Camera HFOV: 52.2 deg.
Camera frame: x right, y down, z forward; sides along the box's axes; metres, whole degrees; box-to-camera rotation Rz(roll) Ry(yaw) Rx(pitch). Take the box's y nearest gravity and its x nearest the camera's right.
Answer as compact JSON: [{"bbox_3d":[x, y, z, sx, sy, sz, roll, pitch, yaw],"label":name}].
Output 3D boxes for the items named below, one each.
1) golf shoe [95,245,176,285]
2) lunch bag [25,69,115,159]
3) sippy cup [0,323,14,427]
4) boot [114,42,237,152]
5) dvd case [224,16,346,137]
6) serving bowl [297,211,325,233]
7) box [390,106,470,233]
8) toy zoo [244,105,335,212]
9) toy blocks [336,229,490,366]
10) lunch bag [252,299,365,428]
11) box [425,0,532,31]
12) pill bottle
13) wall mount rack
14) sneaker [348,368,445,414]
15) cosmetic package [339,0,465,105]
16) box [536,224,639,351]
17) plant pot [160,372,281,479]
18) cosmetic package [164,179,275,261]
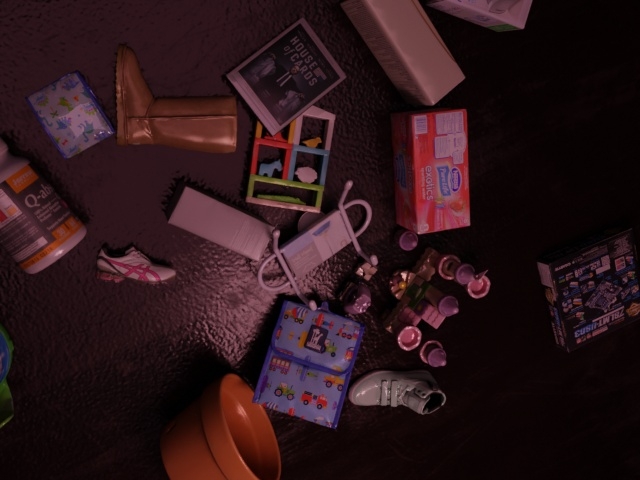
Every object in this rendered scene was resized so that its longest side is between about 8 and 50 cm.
[{"bbox_3d":[-0.434,0.059,1.546,0.186,0.067,0.086,7,99,-18],"label":"golf shoe"},{"bbox_3d":[-0.544,-0.276,1.424,0.129,0.096,0.151,-32,119,-7],"label":"lunch bag"},{"bbox_3d":[-0.805,0.284,1.403,0.305,0.224,0.240,15,97,-19],"label":"sippy cup"},{"bbox_3d":[-0.328,-0.320,1.490,0.269,0.089,0.236,-2,110,-18],"label":"boot"},{"bbox_3d":[-0.080,-0.388,1.551,0.238,0.029,0.179,-40,102,-9],"label":"dvd case"},{"bbox_3d":[-0.021,-0.039,1.669,0.083,0.027,0.083,-4,104,-16],"label":"serving bowl"},{"bbox_3d":[0.280,-0.182,1.666,0.154,0.142,0.300,-10,105,-14],"label":"box"},{"bbox_3d":[-0.072,-0.225,1.600,0.192,0.030,0.293,7,94,-17],"label":"toy zoo"},{"bbox_3d":[0.266,0.150,1.674,0.309,0.260,0.288,35,91,-21],"label":"toy blocks"},{"bbox_3d":[-0.022,0.300,1.679,0.221,0.138,0.293,16,85,4],"label":"lunch bag"},{"bbox_3d":[0.412,-0.680,1.607,0.231,0.127,0.262,13,99,-21],"label":"box"},{"bbox_3d":[-0.653,-0.078,1.401,0.162,0.162,0.278,-37,110,-6],"label":"pill bottle"},{"bbox_3d":[0.000,0.000,1.579,0.350,0.130,0.304,-36,132,-12],"label":"wall mount rack"},{"bbox_3d":[0.212,0.419,1.776,0.256,0.151,0.094,-7,106,-14],"label":"sneaker"},{"bbox_3d":[0.195,-0.481,1.566,0.113,0.160,0.309,-41,111,-5],"label":"cosmetic package"},{"bbox_3d":[0.808,0.140,1.934,0.295,0.073,0.293,-22,108,-11],"label":"box"},{"bbox_3d":[-0.254,0.500,1.605,0.203,0.291,0.291,-27,109,9],"label":"plant pot"},{"bbox_3d":[-0.241,-0.047,1.550,0.238,0.127,0.107,23,94,-18],"label":"cosmetic package"}]
